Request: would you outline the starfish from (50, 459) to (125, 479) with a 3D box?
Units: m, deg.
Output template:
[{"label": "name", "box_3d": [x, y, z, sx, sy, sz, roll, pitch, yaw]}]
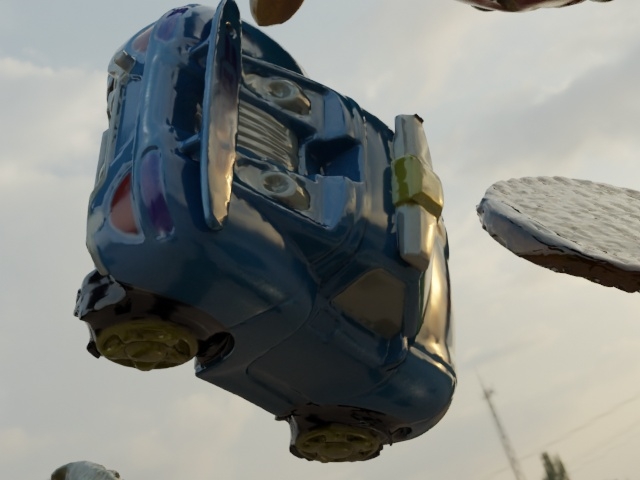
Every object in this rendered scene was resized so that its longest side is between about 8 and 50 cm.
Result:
[{"label": "starfish", "box_3d": [-0.028, 0.240, 0.409, 0.082, 0.324, 0.432, -7, 4, -38]}]

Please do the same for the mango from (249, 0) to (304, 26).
[{"label": "mango", "box_3d": [-0.040, -0.269, 1.040, 0.060, 0.080, 0.114, 10, -62, -10]}]

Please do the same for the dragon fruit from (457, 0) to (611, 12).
[{"label": "dragon fruit", "box_3d": [0.177, -0.297, 0.790, 0.291, 0.250, 0.269, -23, 2, -34]}]

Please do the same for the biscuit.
[{"label": "biscuit", "box_3d": [0.316, -0.004, 1.045, 0.317, 0.318, 0.040, -4, -67, -33]}]

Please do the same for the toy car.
[{"label": "toy car", "box_3d": [0.000, 0.000, 0.592, 0.166, 0.198, 0.314, -22, -41, 32]}]
